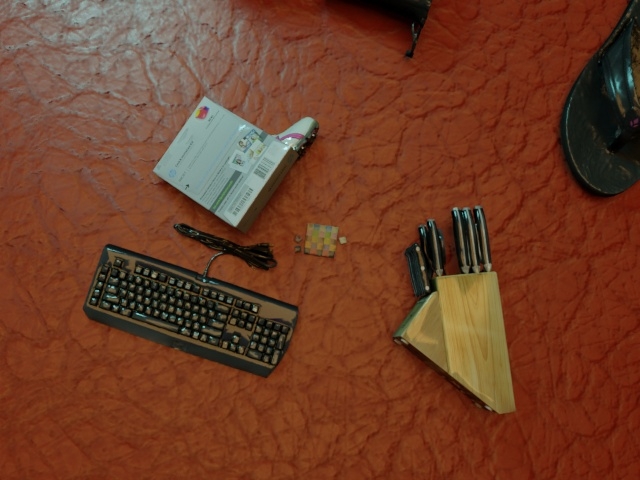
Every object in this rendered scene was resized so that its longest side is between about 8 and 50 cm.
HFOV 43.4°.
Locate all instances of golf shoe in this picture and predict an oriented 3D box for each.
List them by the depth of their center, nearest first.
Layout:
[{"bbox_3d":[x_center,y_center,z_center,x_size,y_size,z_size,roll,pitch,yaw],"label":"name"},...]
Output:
[{"bbox_3d":[-0.084,-0.137,1.253,0.186,0.067,0.086,-42,86,-8],"label":"golf shoe"}]

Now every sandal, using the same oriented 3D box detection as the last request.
[{"bbox_3d":[0.523,-0.285,1.300,0.167,0.107,0.446,26,82,-1],"label":"sandal"}]

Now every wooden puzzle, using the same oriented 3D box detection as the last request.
[{"bbox_3d":[0.000,0.000,1.273,0.083,0.006,0.049,8,82,-3],"label":"wooden puzzle"}]

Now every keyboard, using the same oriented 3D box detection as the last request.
[{"bbox_3d":[-0.186,0.073,1.238,0.317,0.033,0.202,18,82,-3],"label":"keyboard"}]

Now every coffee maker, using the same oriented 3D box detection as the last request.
[{"bbox_3d":[0.092,-0.409,1.273,0.178,0.120,0.171,17,80,0],"label":"coffee maker"}]

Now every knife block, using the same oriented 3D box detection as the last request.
[{"bbox_3d":[0.237,0.096,1.239,0.275,0.088,0.242,39,82,1],"label":"knife block"}]

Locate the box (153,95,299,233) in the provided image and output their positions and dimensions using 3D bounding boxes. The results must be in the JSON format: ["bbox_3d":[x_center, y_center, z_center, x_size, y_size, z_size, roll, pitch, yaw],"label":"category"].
[{"bbox_3d":[-0.145,-0.116,1.215,0.186,0.038,0.145,32,86,27],"label":"box"}]
